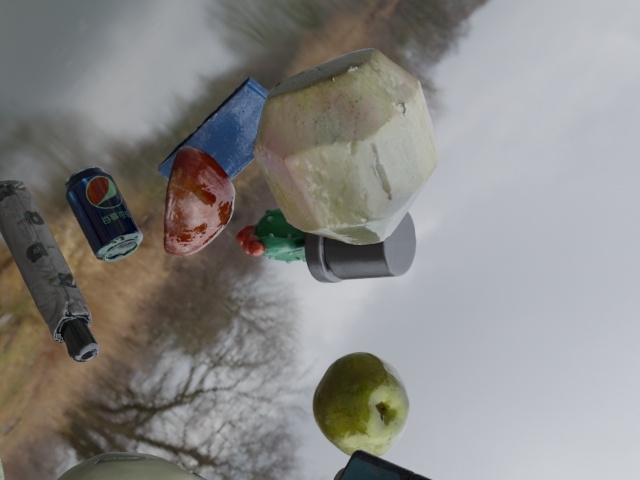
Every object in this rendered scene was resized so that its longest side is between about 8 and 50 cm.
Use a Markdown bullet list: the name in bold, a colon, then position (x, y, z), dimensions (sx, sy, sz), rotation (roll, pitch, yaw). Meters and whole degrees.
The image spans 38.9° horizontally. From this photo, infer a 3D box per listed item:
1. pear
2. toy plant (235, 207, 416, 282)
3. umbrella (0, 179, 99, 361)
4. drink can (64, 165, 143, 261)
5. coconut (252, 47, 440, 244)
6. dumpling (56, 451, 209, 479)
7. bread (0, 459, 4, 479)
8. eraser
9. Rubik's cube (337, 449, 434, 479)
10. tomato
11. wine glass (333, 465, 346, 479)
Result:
- **pear**: position (0.110, 0.451, 2.478), dimensions (0.294, 0.294, 0.294), rotation (-48, -175, 5)
- **toy plant**: position (0.006, -0.009, 1.987), dimensions (0.400, 0.185, 0.279), rotation (2, -135, 33)
- **umbrella**: position (-0.419, 0.043, 1.373), dimensions (0.067, 0.337, 0.073), rotation (-22, 152, -25)
- **drink can**: position (-0.488, -0.060, 2.031), dimensions (0.118, 0.205, 0.118), rotation (-29, 164, -9)
- **coconut**: position (0.056, -0.155, 1.617), dimensions (0.352, 0.352, 0.352), rotation (-48, -175, 5)
- **dumpling**: position (-0.351, 0.499, 1.636), dimensions (0.395, 0.233, 0.315), rotation (-11, 167, -22)
- **bread**: position (-0.600, 0.451, 1.594), dimensions (0.228, 0.033, 0.228), rotation (179, -90, -90)
- **eraser**: position (-0.217, -0.219, 2.064), dimensions (0.312, 0.144, 0.042), rotation (-40, -156, 19)
- **Rubik's cube**: position (0.164, 0.581, 1.515), dimensions (0.318, 0.313, 0.316), rotation (8, -120, 52)
- **tomato**: position (-0.252, -0.076, 1.917), dimensions (0.200, 0.140, 0.233), rotation (-77, 173, -68)
- **wine glass**: position (0.081, 0.552, 1.803), dimensions (0.126, 0.126, 0.241), rotation (-47, -164, 14)
